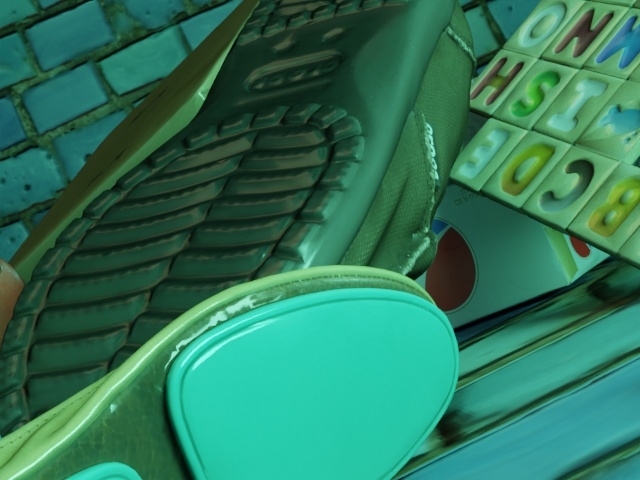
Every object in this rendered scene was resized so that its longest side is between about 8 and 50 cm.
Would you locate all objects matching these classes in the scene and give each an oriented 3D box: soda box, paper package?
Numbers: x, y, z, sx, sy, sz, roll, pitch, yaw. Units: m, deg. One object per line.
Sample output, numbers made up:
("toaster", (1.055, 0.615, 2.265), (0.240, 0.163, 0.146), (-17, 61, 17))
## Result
("soda box", (0.052, 0.017, 0.753), (0.216, 0.073, 0.069), (-25, 0, 38))
("paper package", (-0.086, -0.043, 1.090), (0.325, 0.168, 0.309), (-37, 17, 35))

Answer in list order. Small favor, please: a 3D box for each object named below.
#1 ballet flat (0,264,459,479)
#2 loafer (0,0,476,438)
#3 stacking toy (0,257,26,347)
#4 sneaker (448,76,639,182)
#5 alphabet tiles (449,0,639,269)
("ballet flat", (-0.056, 0.064, 0.370), (0.073, 0.080, 0.232), (-1, 18, 46))
("loafer", (0.000, 0.000, 0.570), (0.134, 0.130, 0.366), (-5, 36, 33))
("stacking toy", (-0.154, 0.062, 0.686), (0.309, 0.130, 0.279), (-16, 6, 25))
("sneaker", (0.179, -0.080, 0.831), (0.366, 0.137, 0.210), (-29, 1, 37))
("alphabet tiles", (0.156, -0.088, 0.619), (0.198, 0.009, 0.237), (-50, 27, -3))
